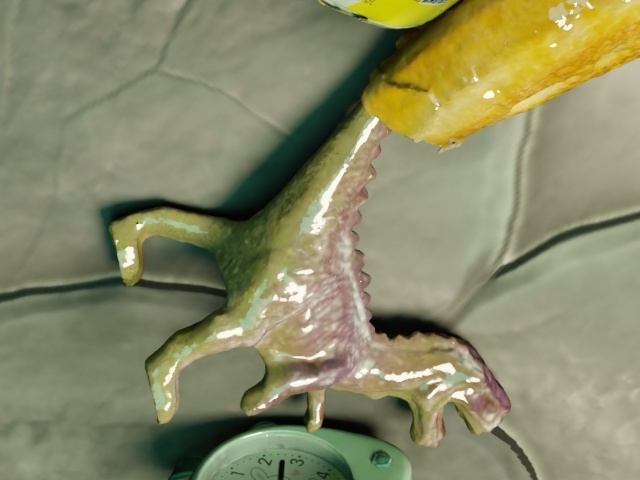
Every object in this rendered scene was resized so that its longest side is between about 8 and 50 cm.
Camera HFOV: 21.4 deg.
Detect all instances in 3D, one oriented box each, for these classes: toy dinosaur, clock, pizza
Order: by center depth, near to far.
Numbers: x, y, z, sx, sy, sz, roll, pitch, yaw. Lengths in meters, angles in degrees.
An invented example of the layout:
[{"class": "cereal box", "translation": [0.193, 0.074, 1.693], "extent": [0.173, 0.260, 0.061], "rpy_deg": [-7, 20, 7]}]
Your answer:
[{"class": "pizza", "translation": [0.147, -0.112, 0.709], "extent": [0.271, 0.134, 0.056], "rpy_deg": [-27, 83, 16]}, {"class": "toy dinosaur", "translation": [0.000, -0.001, 0.817], "extent": [0.200, 0.072, 0.251], "rpy_deg": [-11, 106, -3]}, {"class": "clock", "translation": [-0.025, 0.138, 0.864], "extent": [0.135, 0.101, 0.041], "rpy_deg": [10, 131, 16]}]

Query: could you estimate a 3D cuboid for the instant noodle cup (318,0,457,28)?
[{"class": "instant noodle cup", "translation": [0.035, -0.188, 0.638], "extent": [0.205, 0.205, 0.153], "rpy_deg": [39, 124, -18]}]
